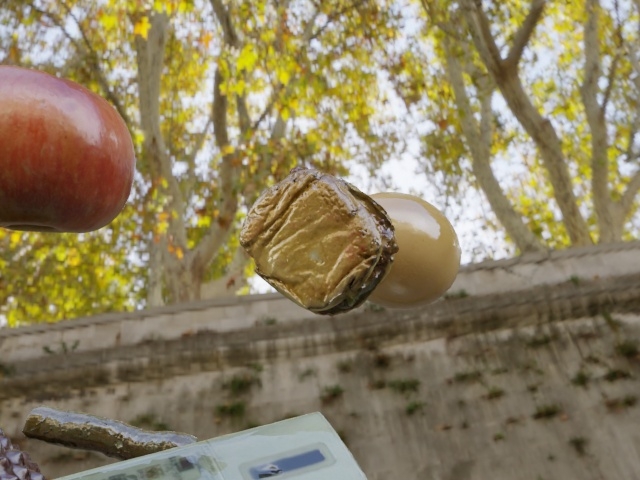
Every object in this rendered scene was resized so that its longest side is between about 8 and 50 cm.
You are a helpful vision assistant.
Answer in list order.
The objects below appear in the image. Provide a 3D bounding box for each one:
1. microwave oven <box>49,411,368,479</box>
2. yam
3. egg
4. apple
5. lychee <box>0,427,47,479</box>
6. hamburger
[{"bbox_3d":[-0.019,0.318,0.395,0.247,0.394,0.333,-6,-57,-25],"label":"microwave oven"},{"bbox_3d":[-0.294,0.277,1.372,0.252,0.061,0.061,10,-46,9],"label":"yam"},{"bbox_3d":[0.047,0.006,0.662,0.096,0.080,0.080,15,-50,-34],"label":"egg"},{"bbox_3d":[-0.302,-0.091,1.027,0.209,0.164,0.209,4,-5,0],"label":"apple"},{"bbox_3d":[-0.446,0.327,1.077,0.330,0.306,0.306,12,-48,2],"label":"lychee"},{"bbox_3d":[0.000,0.000,0.551,0.076,0.083,0.044,-45,-13,3],"label":"hamburger"}]
